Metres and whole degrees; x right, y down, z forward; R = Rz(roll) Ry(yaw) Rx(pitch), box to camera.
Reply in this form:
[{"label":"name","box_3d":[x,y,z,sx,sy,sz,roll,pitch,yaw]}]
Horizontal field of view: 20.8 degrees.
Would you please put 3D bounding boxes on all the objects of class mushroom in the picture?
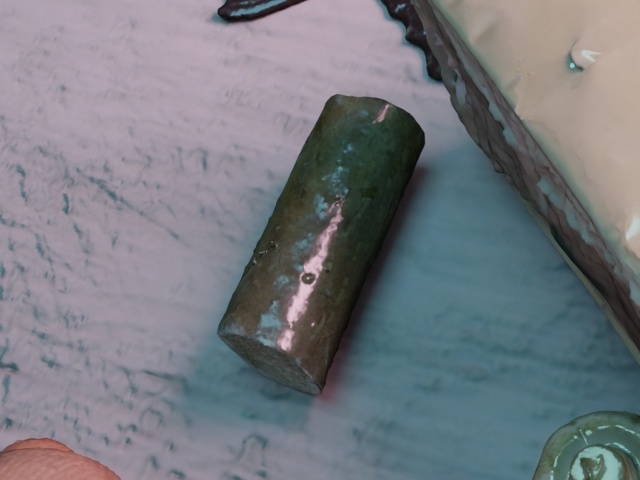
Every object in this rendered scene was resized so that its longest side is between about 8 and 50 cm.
[{"label":"mushroom","box_3d":[0.142,0.123,0.852,0.083,0.067,0.084,-6,65,13]}]

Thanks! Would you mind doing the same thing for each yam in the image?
[{"label":"yam","box_3d":[0.000,0.000,0.978,0.068,0.068,0.169,11,64,25]}]

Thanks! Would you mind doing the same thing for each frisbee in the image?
[{"label":"frisbee","box_3d":[0.021,-0.172,1.109,0.187,0.012,0.211,-16,57,11]}]

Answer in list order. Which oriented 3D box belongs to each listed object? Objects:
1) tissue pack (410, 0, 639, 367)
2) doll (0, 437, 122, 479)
[{"label":"tissue pack","box_3d":[0.271,-0.102,0.859,0.380,0.207,0.297,-32,54,-1]},{"label":"doll","box_3d":[-0.084,0.225,0.849,0.303,0.156,0.201,29,30,13]}]
